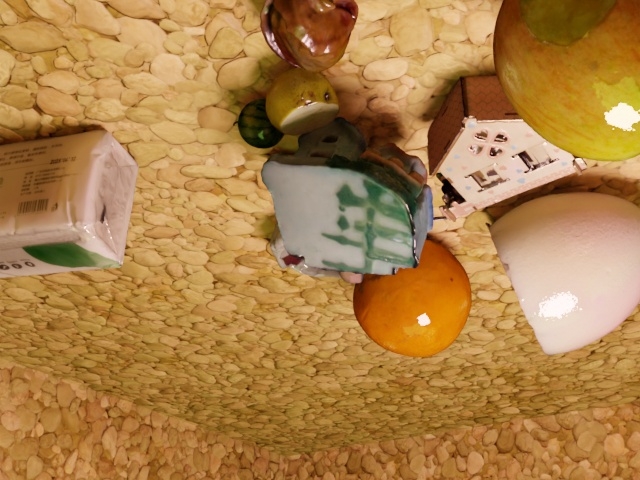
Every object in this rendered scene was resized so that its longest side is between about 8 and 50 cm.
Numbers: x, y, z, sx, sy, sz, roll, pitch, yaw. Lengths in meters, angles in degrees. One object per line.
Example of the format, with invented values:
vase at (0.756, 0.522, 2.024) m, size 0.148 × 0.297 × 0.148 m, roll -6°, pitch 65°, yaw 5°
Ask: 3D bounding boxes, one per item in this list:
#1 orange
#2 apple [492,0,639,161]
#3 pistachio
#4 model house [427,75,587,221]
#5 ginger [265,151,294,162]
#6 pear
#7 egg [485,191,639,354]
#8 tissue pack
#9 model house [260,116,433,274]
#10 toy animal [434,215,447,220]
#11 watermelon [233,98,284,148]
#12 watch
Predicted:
orange at (0.236, 0.150, 2.008) m, size 0.311 × 0.312 × 0.312 m, roll 1°, pitch 151°, yaw 1°
apple at (0.435, -0.287, 1.170) m, size 0.339 × 0.340 × 0.340 m, roll 1°, pitch 151°, yaw 1°
pistachio at (-0.014, -0.350, 1.305) m, size 0.165 × 0.131 × 0.210 m, roll -9°, pitch 158°, yaw 13°
model house at (0.327, -0.205, 1.531) m, size 0.326 × 0.169 × 0.244 m, roll -22°, pitch 136°, yaw 33°
ginger at (-0.043, -0.147, 1.737) m, size 0.165 × 0.067 × 0.096 m, roll 19°, pitch 149°, yaw -5°
pear at (-0.038, -0.269, 1.475) m, size 0.141 × 0.104 × 0.141 m, roll -15°, pitch 166°, yaw -4°
egg at (0.597, 0.046, 1.781) m, size 0.339 × 0.355 × 0.354 m, roll -25°, pitch 144°, yaw 14°
tissue pack at (-0.592, -0.075, 1.684) m, size 0.356 × 0.266 × 0.194 m, roll -6°, pitch 150°, yaw 14°
model house at (0.092, -0.123, 1.565) m, size 0.294 × 0.329 × 0.252 m, roll 5°, pitch 125°, yaw 23°
toy animal at (0.154, -0.066, 1.775) m, size 0.255 × 0.239 × 0.176 m, roll 26°, pitch 109°, yaw -5°
watermelon at (-0.117, -0.232, 1.554) m, size 0.108 × 0.109 × 0.109 m, roll 1°, pitch 151°, yaw 1°
watch at (0.000, 0.000, 1.938) m, size 0.241 × 0.162 × 0.253 m, roll 12°, pitch 149°, yaw 8°
